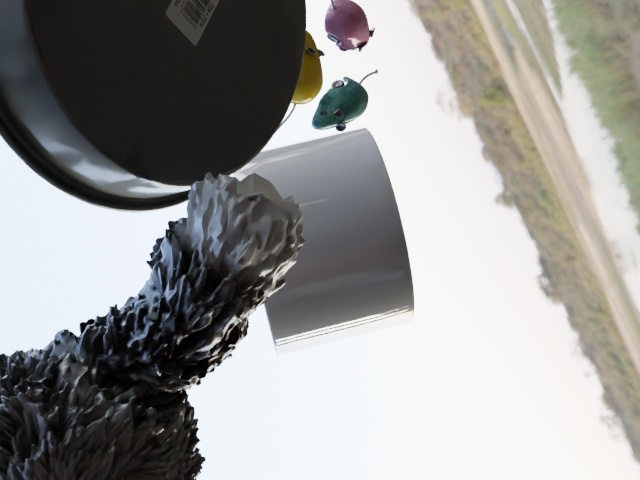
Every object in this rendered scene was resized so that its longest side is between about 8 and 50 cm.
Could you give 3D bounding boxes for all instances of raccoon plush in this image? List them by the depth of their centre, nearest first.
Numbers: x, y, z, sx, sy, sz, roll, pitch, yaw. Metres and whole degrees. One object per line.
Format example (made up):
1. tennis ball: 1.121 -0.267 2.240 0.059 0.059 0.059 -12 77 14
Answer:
1. raccoon plush: -0.150 0.200 0.529 0.216 0.446 0.299 9 -139 -31

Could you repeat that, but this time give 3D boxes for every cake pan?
1. cake pan: -0.108 -0.164 0.602 0.293 0.054 0.294 -10 -78 -51

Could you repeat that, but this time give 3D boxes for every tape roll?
1. tape roll: 0.000 0.000 1.043 0.246 0.169 0.246 166 90 -86

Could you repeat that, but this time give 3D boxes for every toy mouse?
1. toy mouse: 0.022 -0.154 0.779 0.143 0.031 0.161 0 -73 -53
